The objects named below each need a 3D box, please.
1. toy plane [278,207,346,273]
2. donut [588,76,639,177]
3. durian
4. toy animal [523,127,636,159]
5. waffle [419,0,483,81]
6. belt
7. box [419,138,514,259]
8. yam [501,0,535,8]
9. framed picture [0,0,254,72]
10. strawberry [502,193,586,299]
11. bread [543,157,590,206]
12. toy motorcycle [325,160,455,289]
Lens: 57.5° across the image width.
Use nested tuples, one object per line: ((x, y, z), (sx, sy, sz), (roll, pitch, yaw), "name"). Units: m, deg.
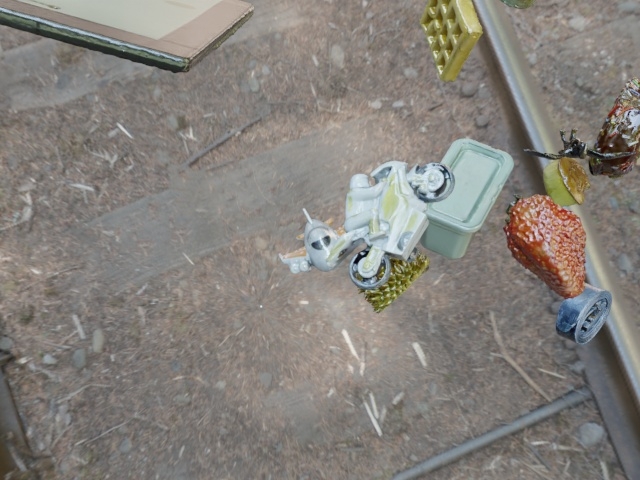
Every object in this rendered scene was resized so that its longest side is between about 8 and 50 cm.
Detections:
((0.000, 0.000, 1.612), (0.245, 0.245, 0.117), (-32, 119, -8), "toy plane")
((0.694, -0.242, 1.322), (0.096, 0.230, 0.216), (27, 73, 24), "donut")
((0.158, 0.090, 1.352), (0.139, 0.252, 0.144), (-9, 57, -33), "durian")
((0.518, -0.186, 1.188), (0.220, 0.108, 0.062), (0, 121, -1), "toy animal")
((0.365, -0.613, 1.655), (0.055, 0.221, 0.247), (-9, 71, -11), "waffle")
((0.754, 0.211, 1.680), (0.190, 0.082, 0.141), (-43, 125, -18), "belt")
((0.383, -0.104, 1.586), (0.175, 0.182, 0.311), (25, 57, 18), "box")
((0.435, -0.579, 1.181), (0.108, 0.194, 0.107), (12, 43, -12), "yam")
((-0.209, -0.228, 0.534), (0.265, 0.347, 0.016), (14, 117, -6), "framed picture")
((0.462, 0.014, 1.215), (0.107, 0.175, 0.236), (-20, 59, -43), "strawberry")
((0.638, -0.158, 1.515), (0.125, 0.086, 0.156), (57, 43, -4), "bread")
((0.093, -0.041, 0.883), (0.151, 0.074, 0.228), (36, 90, 23), "toy motorcycle")
